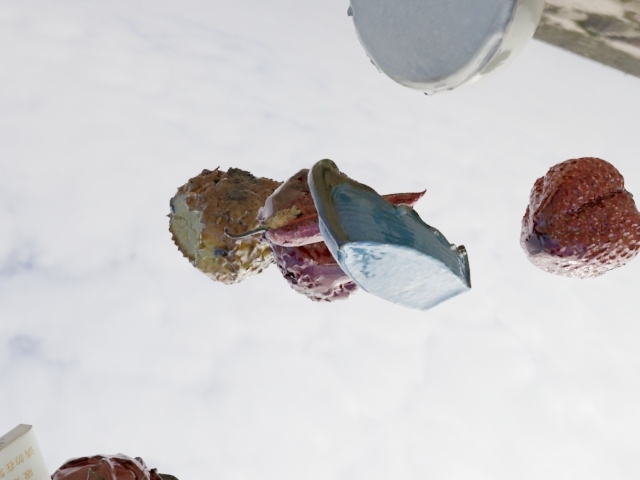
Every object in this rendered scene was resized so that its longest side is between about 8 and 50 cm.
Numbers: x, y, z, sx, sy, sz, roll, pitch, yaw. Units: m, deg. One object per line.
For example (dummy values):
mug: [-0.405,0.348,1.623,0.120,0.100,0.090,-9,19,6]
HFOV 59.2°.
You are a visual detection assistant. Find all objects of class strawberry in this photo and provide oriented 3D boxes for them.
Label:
strawberry: [0.000,0.000,1.101,0.273,0.221,0.274,12,-142,-10]
strawberry: [0.521,-0.032,1.165,0.288,0.238,0.250,-26,-101,-35]

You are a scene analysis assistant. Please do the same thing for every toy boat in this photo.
toy boat: [0.058,-0.003,0.485,0.185,0.075,0.077,26,-138,-39]

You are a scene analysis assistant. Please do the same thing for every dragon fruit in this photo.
dragon fruit: [-0.368,0.461,0.917,0.244,0.244,0.298,41,-163,34]

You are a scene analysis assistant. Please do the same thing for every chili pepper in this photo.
chili pepper: [0.008,-0.026,0.724,0.267,0.051,0.059,-10,-164,-4]

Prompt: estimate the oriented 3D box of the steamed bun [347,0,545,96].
steamed bun: [0.248,-0.472,1.062,0.374,0.375,0.241,36,-133,27]

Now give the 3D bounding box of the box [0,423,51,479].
box: [-0.305,0.310,0.552,0.032,0.221,0.122,-2,-163,25]

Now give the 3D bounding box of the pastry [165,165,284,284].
pastry: [-0.239,-0.056,1.614,0.337,0.293,0.405,-12,-153,-28]
